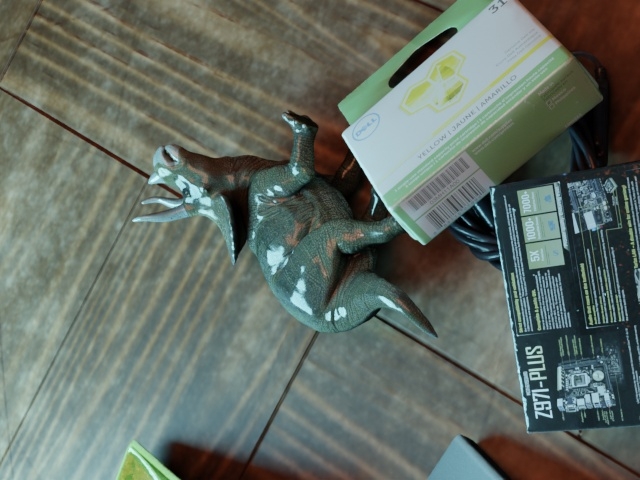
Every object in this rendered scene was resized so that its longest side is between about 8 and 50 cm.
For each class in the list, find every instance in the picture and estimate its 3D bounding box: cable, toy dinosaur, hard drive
[{"bbox_3d":[0.152,-0.058,1.163,0.151,0.047,0.184,-4,75,32],"label":"cable"},{"bbox_3d":[0.000,0.000,1.226,0.313,0.121,0.160,43,113,29],"label":"toy dinosaur"},{"bbox_3d":[0.113,0.214,1.096,0.094,0.022,0.135,-58,31,7],"label":"hard drive"}]

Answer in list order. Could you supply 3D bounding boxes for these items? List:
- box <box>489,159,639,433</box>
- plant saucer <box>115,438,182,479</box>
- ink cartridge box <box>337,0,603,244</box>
[{"bbox_3d":[0.211,0.037,1.045,0.147,0.077,0.180,-10,89,33],"label":"box"},{"bbox_3d":[-0.145,0.275,1.228,0.188,0.045,0.188,14,84,68],"label":"plant saucer"},{"bbox_3d":[0.093,-0.120,1.152,0.171,0.056,0.235,-40,36,9],"label":"ink cartridge box"}]
